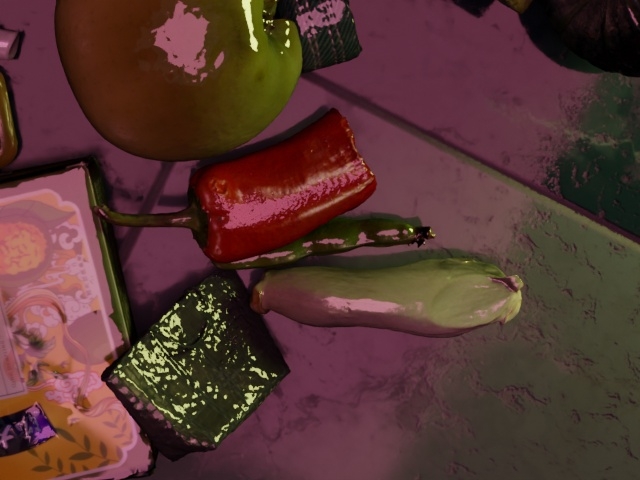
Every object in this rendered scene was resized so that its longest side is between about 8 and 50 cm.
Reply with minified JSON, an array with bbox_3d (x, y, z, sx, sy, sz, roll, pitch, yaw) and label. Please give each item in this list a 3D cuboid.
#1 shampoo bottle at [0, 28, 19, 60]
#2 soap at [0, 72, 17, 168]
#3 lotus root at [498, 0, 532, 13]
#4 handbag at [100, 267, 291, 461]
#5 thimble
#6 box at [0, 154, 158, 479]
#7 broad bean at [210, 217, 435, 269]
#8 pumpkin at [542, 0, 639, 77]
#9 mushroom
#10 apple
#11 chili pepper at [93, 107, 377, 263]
[{"bbox_3d":[-0.478,-0.257,1.811,0.192,0.074,0.074,10,97,-6],"label":"shampoo bottle"},{"bbox_3d":[-0.436,-0.156,1.842,0.089,0.045,0.140,-8,100,2],"label":"soap"},{"bbox_3d":[0.176,-0.387,1.774,0.235,0.138,0.119,36,95,24],"label":"lotus root"},{"bbox_3d":[-0.152,0.158,1.833,0.088,0.270,0.175,-20,106,43],"label":"handbag"},{"bbox_3d":[-0.008,-0.284,1.821,0.090,0.118,0.135,-16,99,-3],"label":"thimble"},{"bbox_3d":[-0.427,0.126,1.834,0.373,0.138,0.420,-12,99,-4],"label":"box"},{"bbox_3d":[0.000,-0.001,1.892,0.297,0.060,0.043,-9,138,0],"label":"broad bean"},{"bbox_3d":[0.400,-0.328,1.809,0.249,0.216,0.250,7,111,18],"label":"pumpkin"},{"bbox_3d":[0.084,0.073,1.881,0.351,0.109,0.097,2,115,-5],"label":"mushroom"},{"bbox_3d":[-0.177,-0.244,1.719,0.257,0.233,0.295,-11,87,24],"label":"apple"},{"bbox_3d":[-0.102,-0.040,1.826,0.338,0.131,0.135,-24,78,-9],"label":"chili pepper"}]
